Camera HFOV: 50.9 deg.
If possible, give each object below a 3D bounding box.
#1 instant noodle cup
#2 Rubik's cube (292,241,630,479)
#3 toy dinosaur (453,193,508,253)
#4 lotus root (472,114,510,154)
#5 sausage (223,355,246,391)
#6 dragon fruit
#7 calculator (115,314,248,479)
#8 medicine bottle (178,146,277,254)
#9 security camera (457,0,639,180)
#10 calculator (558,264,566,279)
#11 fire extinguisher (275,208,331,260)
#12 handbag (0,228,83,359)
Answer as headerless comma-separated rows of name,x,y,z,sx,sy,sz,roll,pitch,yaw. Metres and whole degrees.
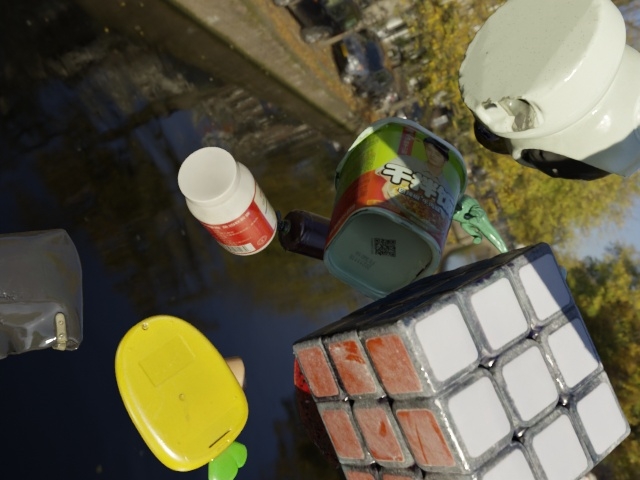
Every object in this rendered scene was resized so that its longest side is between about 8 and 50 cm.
instant noodle cup,0.146,-0.054,1.373,0.294,0.294,0.308,62,28,-28
Rubik's cube,0.193,0.210,0.967,0.301,0.305,0.303,-22,90,-32
toy dinosaur,0.341,-0.048,1.558,0.292,0.079,0.120,48,39,10
lotus root,0.332,-0.220,1.156,0.278,0.154,0.154,-23,93,-62
sausage,-0.369,0.441,2.113,0.123,0.253,0.123,173,-90,-69
dragon fruit,0.126,0.409,1.687,0.240,0.330,0.302,-168,-109,-66
calculator,-0.169,0.204,0.861,0.146,0.032,0.235,-35,93,-40
medicine bottle,-0.169,-0.069,1.258,0.250,0.131,0.131,64,12,-66
security camera,0.303,-0.169,0.807,0.236,0.194,0.194,32,37,-36
calculator,0.358,0.081,1.095,0.021,0.095,0.153,49,31,2
fire extinguisher,0.000,0.000,1.761,0.337,0.114,0.135,17,45,-34
handbag,-0.685,0.132,1.481,0.342,0.152,0.288,-8,65,-35
